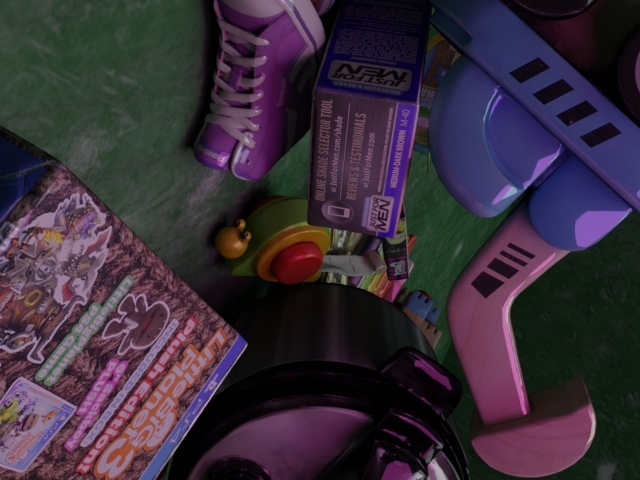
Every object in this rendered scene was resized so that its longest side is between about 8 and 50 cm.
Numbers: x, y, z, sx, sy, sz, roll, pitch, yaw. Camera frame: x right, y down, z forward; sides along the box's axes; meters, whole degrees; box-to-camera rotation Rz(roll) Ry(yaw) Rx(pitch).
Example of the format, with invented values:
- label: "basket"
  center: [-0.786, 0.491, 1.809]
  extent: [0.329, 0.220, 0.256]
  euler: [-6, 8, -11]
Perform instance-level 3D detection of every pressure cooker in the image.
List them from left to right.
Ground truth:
- label: "pressure cooker"
  center: [-0.004, 0.285, 0.911]
  extent: [0.420, 0.376, 0.369]
  euler: [-86, 170, -73]

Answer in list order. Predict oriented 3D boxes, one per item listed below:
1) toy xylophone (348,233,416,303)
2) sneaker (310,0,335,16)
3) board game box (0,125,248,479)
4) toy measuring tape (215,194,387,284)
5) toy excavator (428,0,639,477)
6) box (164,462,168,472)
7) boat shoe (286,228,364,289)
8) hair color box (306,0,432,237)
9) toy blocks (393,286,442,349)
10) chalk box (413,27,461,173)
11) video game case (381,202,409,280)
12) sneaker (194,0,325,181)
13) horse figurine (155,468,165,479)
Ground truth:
- label: "toy xylophone"
  center: [0.088, 0.077, 1.429]
  extent: [0.236, 0.081, 0.323]
  euler: [-64, 159, 6]
- label: "sneaker"
  center: [0.014, -0.357, 0.662]
  extent: [0.121, 0.108, 0.302]
  euler: [-39, 148, -38]
- label: "board game box"
  center: [-0.210, 0.027, 0.443]
  extent: [0.141, 0.232, 0.291]
  euler: [-56, 158, -14]
- label: "toy measuring tape"
  center: [0.000, 0.000, 0.991]
  extent: [0.330, 0.121, 0.121]
  euler: [4, 114, -44]
- label: "toy excavator"
  center: [0.214, -0.039, 0.730]
  extent: [0.445, 0.433, 0.222]
  euler: [-46, 179, 18]
- label: "box"
  center: [-0.242, 0.275, 0.852]
  extent: [0.036, 0.114, 0.207]
  euler: [-25, 138, -58]
- label: "boat shoe"
  center: [-0.005, 0.030, 1.148]
  extent: [0.089, 0.104, 0.285]
  euler: [10, 103, -35]
- label: "hair color box"
  center: [0.066, -0.189, 0.828]
  extent: [0.185, 0.110, 0.338]
  euler: [94, 9, -47]
- label: "toy blocks"
  center: [0.165, 0.229, 1.606]
  extent: [0.261, 0.191, 0.381]
  euler: [-57, -177, -29]
- label: "chalk box"
  center: [0.200, -0.219, 1.191]
  extent: [0.132, 0.132, 0.213]
  euler: [74, 37, -67]
- label: "video game case"
  center: [0.110, -0.082, 1.154]
  extent: [0.210, 0.042, 0.232]
  euler: [75, 10, -61]
- label: "sneaker"
  center: [-0.074, -0.153, 0.730]
  extent: [0.161, 0.102, 0.282]
  euler: [-52, 158, -16]
- label: "horse figurine"
  center: [-0.269, 0.346, 0.754]
  extent: [0.263, 0.066, 0.174]
  euler: [-24, 138, -22]
